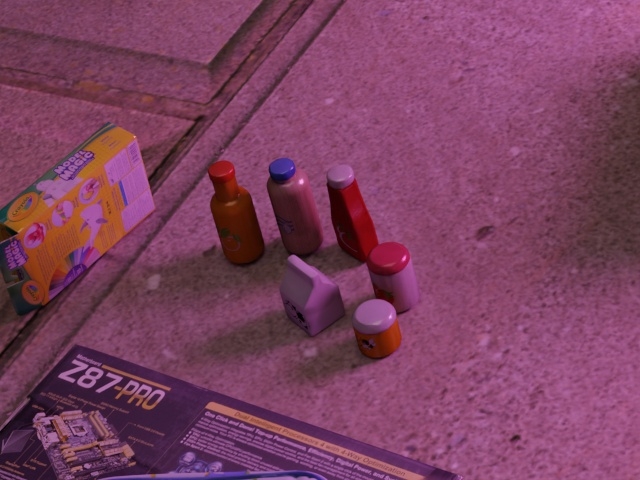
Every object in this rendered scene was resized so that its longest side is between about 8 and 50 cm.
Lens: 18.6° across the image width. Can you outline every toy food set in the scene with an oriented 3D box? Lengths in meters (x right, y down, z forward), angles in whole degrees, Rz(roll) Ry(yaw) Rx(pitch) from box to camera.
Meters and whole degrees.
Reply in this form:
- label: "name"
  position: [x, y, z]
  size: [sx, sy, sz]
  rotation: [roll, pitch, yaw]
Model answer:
- label: "toy food set"
  position: [0.000, 0.000, 1.750]
  size: [0.111, 0.104, 0.232]
  rotation: [-33, 44, -19]

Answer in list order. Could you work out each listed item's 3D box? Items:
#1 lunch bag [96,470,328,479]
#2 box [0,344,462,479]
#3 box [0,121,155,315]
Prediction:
- label: "lunch bag"
  position: [-0.088, 0.245, 1.374]
  size: [0.219, 0.090, 0.176]
  rotation: [-4, 44, 13]
- label: "box"
  position: [-0.126, 0.259, 1.509]
  size: [0.395, 0.097, 0.318]
  rotation: [15, 52, 31]
- label: "box"
  position: [-0.239, -0.018, 1.845]
  size: [0.043, 0.105, 0.179]
  rotation: [27, 56, 31]
